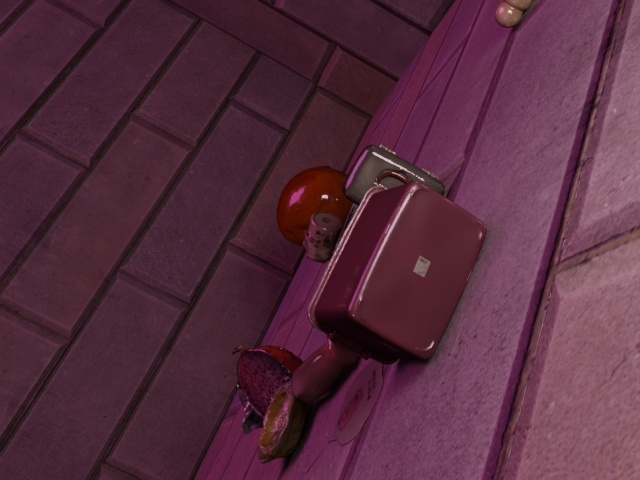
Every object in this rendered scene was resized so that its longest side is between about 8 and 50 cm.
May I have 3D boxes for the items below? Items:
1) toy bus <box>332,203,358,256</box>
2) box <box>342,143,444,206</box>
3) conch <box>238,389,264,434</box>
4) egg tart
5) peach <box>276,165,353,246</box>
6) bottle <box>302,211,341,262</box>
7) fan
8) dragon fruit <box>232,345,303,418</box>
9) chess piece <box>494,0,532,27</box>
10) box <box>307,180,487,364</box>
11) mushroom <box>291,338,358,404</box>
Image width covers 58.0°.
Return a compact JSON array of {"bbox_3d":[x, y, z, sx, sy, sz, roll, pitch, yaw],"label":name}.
[{"bbox_3d":[0.120,-0.043,1.659,0.139,0.113,0.301,99,-169,-48],"label":"toy bus"},{"bbox_3d":[0.164,-0.117,1.309,0.147,0.210,0.129,-60,-2,8],"label":"box"},{"bbox_3d":[-0.169,0.477,1.738,0.172,0.131,0.199,-16,69,45],"label":"conch"},{"bbox_3d":[-0.086,0.438,1.384,0.197,0.078,0.197,-159,90,-79],"label":"egg tart"},{"bbox_3d":[0.003,-0.129,2.164,0.342,0.343,0.301,-87,9,-76],"label":"peach"},{"bbox_3d":[0.000,0.001,1.645,0.098,0.099,0.152,-69,-5,-52],"label":"bottle"},{"bbox_3d":[0.038,0.355,1.118,0.310,0.010,0.182,-58,7,23],"label":"fan"},{"bbox_3d":[-0.106,0.365,1.564,0.148,0.224,0.218,-26,-64,-49],"label":"dragon fruit"},{"bbox_3d":[0.493,-0.609,1.421,0.094,0.094,0.170,-69,3,-53],"label":"chess piece"},{"bbox_3d":[0.128,0.050,0.944,0.293,0.194,0.167,-63,12,-14],"label":"box"},{"bbox_3d":[0.000,0.298,1.311,0.247,0.108,0.096,-58,47,44],"label":"mushroom"}]
